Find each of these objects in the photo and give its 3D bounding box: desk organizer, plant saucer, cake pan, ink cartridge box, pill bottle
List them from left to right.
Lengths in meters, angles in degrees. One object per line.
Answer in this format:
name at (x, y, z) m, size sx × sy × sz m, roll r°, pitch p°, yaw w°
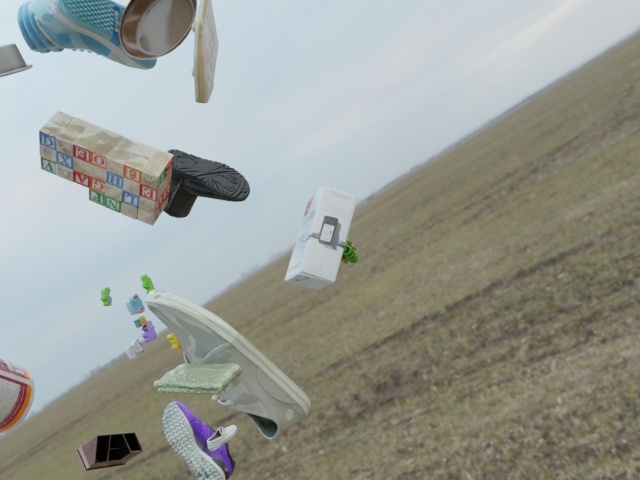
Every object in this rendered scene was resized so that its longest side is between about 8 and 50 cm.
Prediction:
cake pan at (-0.713, -0.329, 1.467) m, size 0.293 × 0.054 × 0.293 m, roll -10°, pitch 19°, yaw 4°
pill bottle at (-0.571, 0.228, 1.202) m, size 0.121 × 0.121 × 0.221 m, roll -32°, pitch -31°, yaw 5°
desk organizer at (-0.396, 0.396, 1.434) m, size 0.050 × 0.047 × 0.130 m, roll -35°, pitch -20°, yaw 10°
plant saucer at (-0.333, -0.460, 1.588) m, size 0.198 × 0.199 × 0.036 m, roll -32°, pitch -27°, yaw 14°
ink cartridge box at (0.000, 0.000, 1.242) m, size 0.109 × 0.063 × 0.151 m, roll 147°, pitch 140°, yaw -72°

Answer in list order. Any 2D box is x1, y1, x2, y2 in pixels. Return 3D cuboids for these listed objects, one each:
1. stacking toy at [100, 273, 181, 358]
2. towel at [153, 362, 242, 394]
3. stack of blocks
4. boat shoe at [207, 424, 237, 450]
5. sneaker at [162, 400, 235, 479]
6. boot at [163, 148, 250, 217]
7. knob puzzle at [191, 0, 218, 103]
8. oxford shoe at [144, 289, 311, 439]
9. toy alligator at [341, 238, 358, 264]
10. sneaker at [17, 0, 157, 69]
stacking toy at (-0.464, 0.200, 1.976) m, size 0.167 × 0.221 × 0.052 m, roll -16°, pitch 15°, yaw 27°
towel at (-0.238, 0.267, 1.478) m, size 0.148 × 0.027 × 0.110 m, roll -1°, pitch 15°, yaw 20°
stack of blocks at (-0.510, -0.170, 1.805) m, size 0.171 × 0.297 × 0.087 m, roll 111°, pitch -179°, yaw -47°
boat shoe at (-0.253, 0.497, 1.945) m, size 0.035 × 0.035 × 0.100 m, roll 4°, pitch 25°, yaw 41°
sneaker at (-0.360, 0.606, 2.310) m, size 0.102 × 0.293 × 0.146 m, roll -35°, pitch -2°, yaw 29°
boot at (-0.330, -0.130, 2.034) m, size 0.207 × 0.246 × 0.094 m, roll 129°, pitch 158°, yaw -53°
knob puzzle at (-0.223, -0.341, 1.407) m, size 0.030 × 0.213 × 0.213 m, roll 4°, pitch 1°, yaw 1°
oxford shoe at (-0.201, 0.268, 1.594) m, size 0.130 × 0.449 × 0.169 m, roll -53°, pitch 24°, yaw -21°
toy alligator at (0.067, 0.022, 2.102) m, size 0.056 × 0.051 × 0.190 m, roll -54°, pitch -35°, yaw -10°
sneaker at (-0.536, -0.465, 1.715) m, size 0.208 × 0.127 × 0.319 m, roll -10°, pitch -21°, yaw 28°
